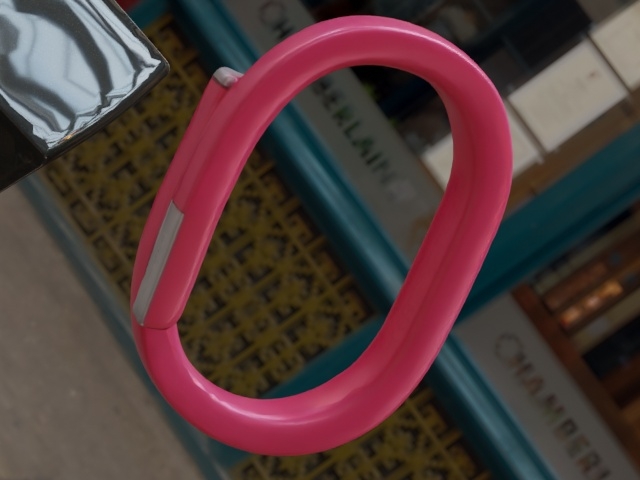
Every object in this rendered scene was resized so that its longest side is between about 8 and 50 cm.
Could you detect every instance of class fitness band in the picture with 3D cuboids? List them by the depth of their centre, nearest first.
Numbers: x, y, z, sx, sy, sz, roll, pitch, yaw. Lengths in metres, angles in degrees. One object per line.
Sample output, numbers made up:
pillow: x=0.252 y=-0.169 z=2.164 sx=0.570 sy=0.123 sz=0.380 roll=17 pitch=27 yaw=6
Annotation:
fitness band: x=0.000 y=0.000 z=0.959 sx=0.209 sy=0.291 sz=0.054 roll=17 pitch=16 yaw=-28

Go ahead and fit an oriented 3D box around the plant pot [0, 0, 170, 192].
plant pot: x=-0.279 y=-0.135 z=1.328 sx=0.187 sy=0.188 sz=0.167 roll=50 pitch=40 yaw=-20
